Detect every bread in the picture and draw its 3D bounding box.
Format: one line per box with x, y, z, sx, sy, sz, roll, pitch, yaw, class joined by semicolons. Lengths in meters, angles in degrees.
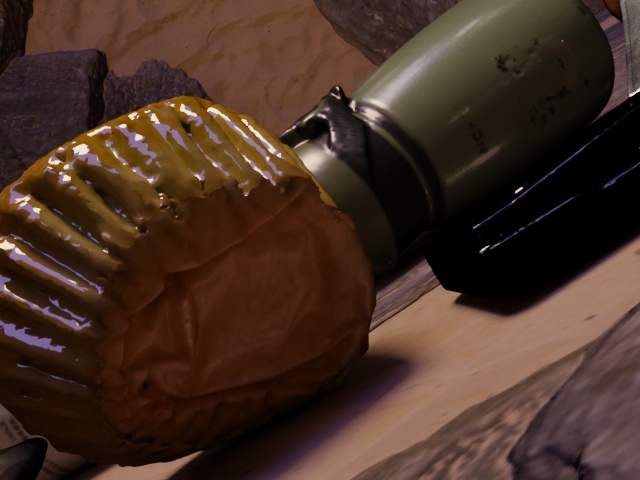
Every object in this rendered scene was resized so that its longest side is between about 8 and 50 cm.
-0.085;0.035;0.695;0.240;0.240;0.139;-33;37;-17;bread

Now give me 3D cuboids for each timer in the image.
0.155;-0.032;0.700;0.187;0.055;0.144;-32;4;-7;timer

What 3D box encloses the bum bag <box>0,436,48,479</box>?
-0.272;0.215;0.685;0.340;0.095;0.144;-38;2;34;bum bag

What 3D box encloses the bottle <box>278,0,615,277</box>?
0.100;-0.097;1.059;0.347;0.168;0.168;-37;6;-23;bottle

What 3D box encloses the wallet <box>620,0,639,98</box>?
0.347;-0.210;1.054;0.167;0.036;0.222;-29;24;29;wallet

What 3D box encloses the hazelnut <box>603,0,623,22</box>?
0.417;-0.328;1.308;0.212;0.181;0.181;-41;16;47;hazelnut

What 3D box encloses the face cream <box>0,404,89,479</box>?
-0.314;0.176;0.995;0.369;0.145;0.145;-30;5;6;face cream
